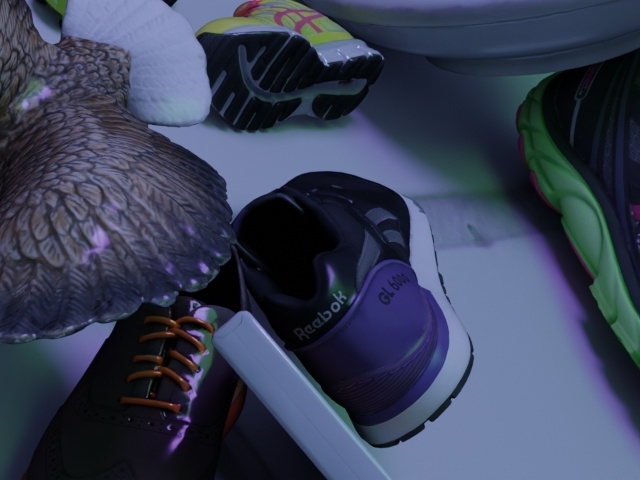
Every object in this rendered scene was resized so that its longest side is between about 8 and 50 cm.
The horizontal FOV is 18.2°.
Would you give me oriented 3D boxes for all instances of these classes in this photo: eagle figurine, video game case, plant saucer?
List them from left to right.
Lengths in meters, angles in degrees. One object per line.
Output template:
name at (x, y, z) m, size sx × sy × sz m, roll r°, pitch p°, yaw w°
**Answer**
eagle figurine at (-0.159, -0.049, 0.996) m, size 0.226 × 0.298 × 0.225 m, roll 1°, pitch 82°, yaw -8°
video game case at (0.037, 0.140, 1.032) m, size 0.204 × 0.025 × 0.285 m, roll 49°, pitch -3°, yaw 13°
plant saucer at (0.179, -0.216, 1.641) m, size 0.400 × 0.400 × 0.100 m, roll -61°, pitch 143°, yaw -63°

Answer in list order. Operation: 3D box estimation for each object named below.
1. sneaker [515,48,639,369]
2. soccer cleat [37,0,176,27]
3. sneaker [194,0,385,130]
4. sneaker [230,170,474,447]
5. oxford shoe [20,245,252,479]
sneaker at (0.318, 0.008, 1.540) m, size 0.185 × 0.202 × 0.483 m, roll 29°, pitch 27°, yaw -51°
soccer cleat at (-0.131, -0.193, 1.400) m, size 0.060 × 0.072 × 0.179 m, roll 45°, pitch 27°, yaw 6°
sneaker at (-0.042, -0.137, 1.444) m, size 0.094 × 0.081 × 0.208 m, roll 45°, pitch 19°, yaw 22°
sneaker at (0.000, 0.000, 1.180) m, size 0.124 × 0.107 × 0.283 m, roll 44°, pitch 6°, yaw -25°
oxford shoe at (-0.089, 0.081, 0.997) m, size 0.097 × 0.098 × 0.271 m, roll 12°, pitch 25°, yaw 1°
